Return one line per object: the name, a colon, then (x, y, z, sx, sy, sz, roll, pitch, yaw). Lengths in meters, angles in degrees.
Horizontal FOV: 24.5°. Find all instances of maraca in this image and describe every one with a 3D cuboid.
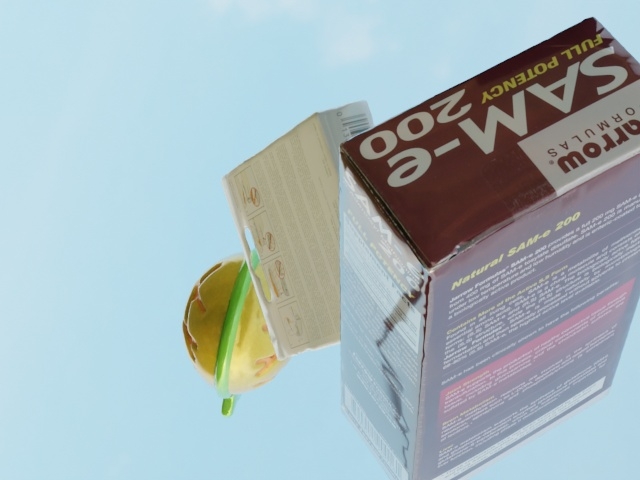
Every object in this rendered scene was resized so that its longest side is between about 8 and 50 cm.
maraca: (-0.067, 0.080, 1.264, 0.186, 0.099, 0.127, 96, 13, -61)

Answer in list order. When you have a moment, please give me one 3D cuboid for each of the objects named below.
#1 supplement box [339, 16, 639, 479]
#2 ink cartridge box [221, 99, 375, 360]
supplement box: (0.079, 0.022, 0.674, 0.073, 0.130, 0.239, 54, -18, 27)
ink cartridge box: (0.000, 0.000, 0.998, 0.179, 0.045, 0.145, -27, -100, 65)
